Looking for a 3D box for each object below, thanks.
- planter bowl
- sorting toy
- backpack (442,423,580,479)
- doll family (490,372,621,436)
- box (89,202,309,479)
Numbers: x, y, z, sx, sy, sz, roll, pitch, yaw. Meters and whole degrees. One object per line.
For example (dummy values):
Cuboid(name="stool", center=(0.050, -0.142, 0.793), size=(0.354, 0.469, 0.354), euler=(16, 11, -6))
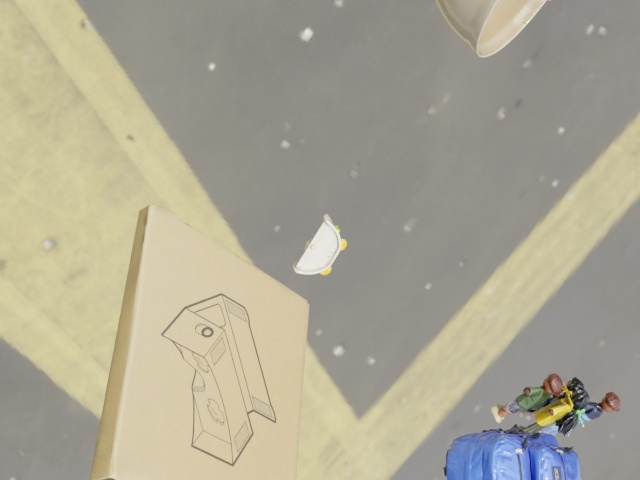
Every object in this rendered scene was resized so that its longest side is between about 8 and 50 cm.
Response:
Cuboid(name="planter bowl", center=(0.172, -0.284, 1.093), size=(0.162, 0.109, 0.162), euler=(-45, 165, -15))
Cuboid(name="sorting toy", center=(0.000, 0.000, 1.416), size=(0.045, 0.075, 0.083), euler=(25, 110, -19))
Cuboid(name="backpack", center=(0.174, 0.217, 0.978), size=(0.120, 0.101, 0.098), euler=(13, 67, -46))
Cuboid(name="doll family", center=(0.303, 0.210, 1.343), size=(0.111, 0.076, 0.193), euler=(-35, 161, 23))
Cuboid(name="box", center=(-0.073, 0.095, 0.724), size=(0.021, 0.201, 0.164), euler=(-23, 137, 34))
